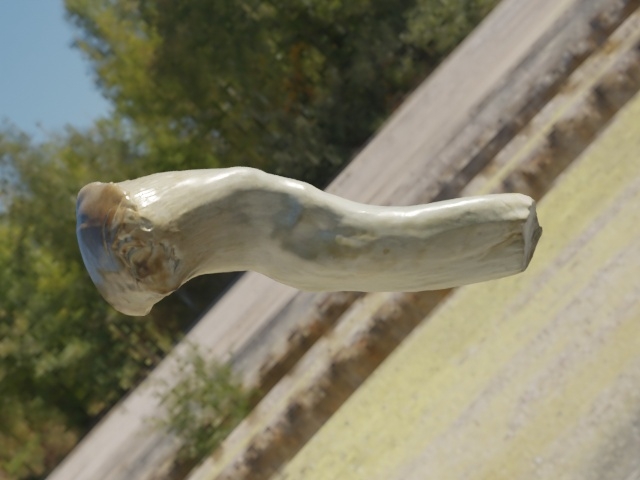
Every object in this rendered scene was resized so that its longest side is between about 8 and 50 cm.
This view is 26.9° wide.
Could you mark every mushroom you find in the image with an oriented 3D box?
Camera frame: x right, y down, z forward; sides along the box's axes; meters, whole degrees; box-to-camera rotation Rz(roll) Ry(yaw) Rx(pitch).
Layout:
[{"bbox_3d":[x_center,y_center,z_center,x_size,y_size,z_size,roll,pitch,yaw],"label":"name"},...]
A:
[{"bbox_3d":[0.000,0.001,0.561,0.059,0.202,0.054,117,152,-66],"label":"mushroom"}]
